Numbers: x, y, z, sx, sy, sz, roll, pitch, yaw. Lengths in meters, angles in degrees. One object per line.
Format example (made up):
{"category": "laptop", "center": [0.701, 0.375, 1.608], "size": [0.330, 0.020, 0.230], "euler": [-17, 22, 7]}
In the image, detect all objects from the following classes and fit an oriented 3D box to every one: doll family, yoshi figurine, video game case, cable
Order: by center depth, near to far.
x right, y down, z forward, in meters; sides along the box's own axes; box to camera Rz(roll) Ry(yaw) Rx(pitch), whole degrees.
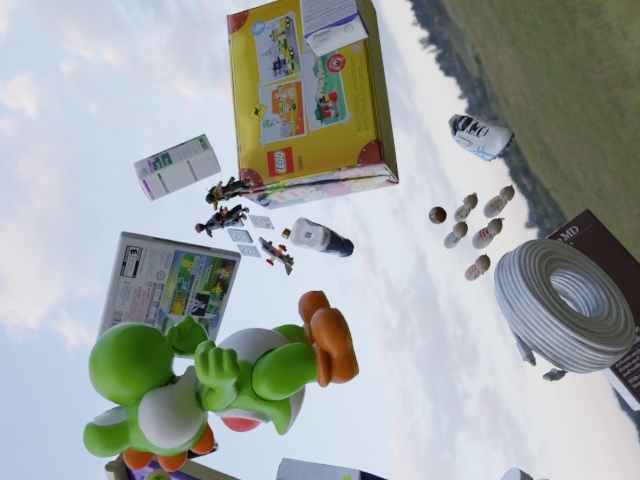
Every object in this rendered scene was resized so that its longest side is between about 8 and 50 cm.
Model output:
{"category": "yoshi figurine", "center": [-0.148, 0.154, 0.798], "size": [0.204, 0.362, 0.203], "euler": [79, 168, -52]}
{"category": "cable", "center": [0.421, 0.107, 1.051], "size": [0.257, 0.089, 0.257], "euler": [0, -130, -31]}
{"category": "doll family", "center": [-0.229, -0.076, 1.414], "size": [0.111, 0.076, 0.193], "euler": [-22, -46, -42]}
{"category": "video game case", "center": [-0.388, 0.152, 1.539], "size": [0.299, 0.329, 0.036], "euler": [11, -158, -21]}

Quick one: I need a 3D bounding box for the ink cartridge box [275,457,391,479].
{"category": "ink cartridge box", "center": [0.118, 0.514, 1.218], "size": [0.303, 0.307, 0.072], "euler": [35, -123, -35]}

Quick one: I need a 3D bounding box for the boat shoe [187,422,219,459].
{"category": "boat shoe", "center": [-0.381, 0.578, 1.649], "size": [0.103, 0.118, 0.320], "euler": [51, -169, 12]}

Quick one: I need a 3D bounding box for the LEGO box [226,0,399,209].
{"category": "LEGO box", "center": [-0.023, -0.367, 1.559], "size": [0.193, 0.372, 0.501], "euler": [26, -124, -68]}

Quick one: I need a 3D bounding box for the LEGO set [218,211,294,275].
{"category": "LEGO set", "center": [-0.174, 0.007, 1.718], "size": [0.060, 0.244, 0.182], "euler": [-57, -41, -35]}

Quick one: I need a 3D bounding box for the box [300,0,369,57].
{"category": "box", "center": [0.029, -0.484, 1.305], "size": [0.072, 0.126, 0.137], "euler": [49, -150, -51]}

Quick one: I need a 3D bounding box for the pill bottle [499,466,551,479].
{"category": "pill bottle", "center": [0.379, 0.457, 0.987], "size": [0.180, 0.108, 0.108], "euler": [32, -156, 3]}

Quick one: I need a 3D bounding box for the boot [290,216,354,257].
{"category": "boot", "center": [0.000, 0.000, 1.343], "size": [0.086, 0.069, 0.190], "euler": [23, -178, -25]}

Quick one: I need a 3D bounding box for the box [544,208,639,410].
{"category": "box", "center": [0.615, 0.142, 1.283], "size": [0.381, 0.191, 0.143], "euler": [55, -174, 25]}

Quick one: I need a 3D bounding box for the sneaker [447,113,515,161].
{"category": "sneaker", "center": [0.353, -0.238, 1.357], "size": [0.086, 0.085, 0.237], "euler": [34, -173, -19]}

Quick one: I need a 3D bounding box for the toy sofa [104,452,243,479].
{"category": "toy sofa", "center": [-0.258, 0.538, 1.210], "size": [0.177, 0.362, 0.150], "euler": [-55, -26, -49]}

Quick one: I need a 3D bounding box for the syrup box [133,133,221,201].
{"category": "syrup box", "center": [-0.429, -0.219, 1.814], "size": [0.093, 0.236, 0.096], "euler": [-122, 12, -45]}

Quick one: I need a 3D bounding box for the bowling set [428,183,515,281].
{"category": "bowling set", "center": [0.406, -0.044, 1.688], "size": [0.154, 0.199, 0.287], "euler": [112, 178, -67]}

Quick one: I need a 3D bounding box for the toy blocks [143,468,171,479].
{"category": "toy blocks", "center": [-0.272, 0.483, 1.041], "size": [0.148, 0.054, 0.123], "euler": [-167, 76, -67]}
